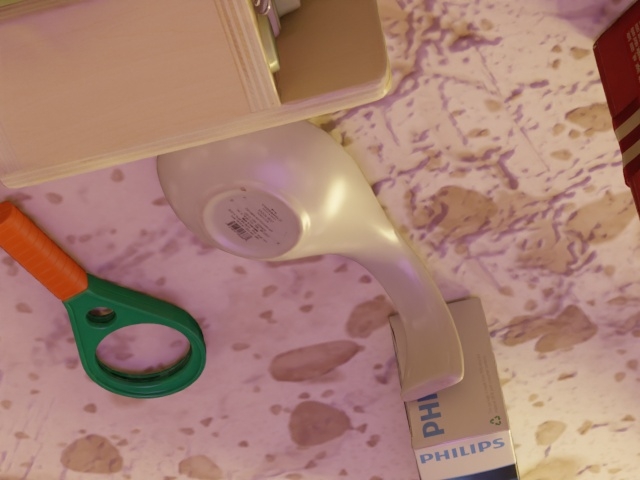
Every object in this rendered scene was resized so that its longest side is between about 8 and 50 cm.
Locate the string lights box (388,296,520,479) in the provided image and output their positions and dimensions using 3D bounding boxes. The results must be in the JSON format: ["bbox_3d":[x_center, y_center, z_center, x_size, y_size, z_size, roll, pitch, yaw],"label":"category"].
[{"bbox_3d":[0.117,0.181,1.443,0.077,0.133,0.259,-12,137,4],"label":"string lights box"}]

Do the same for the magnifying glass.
[{"bbox_3d":[-0.166,0.046,1.337,0.092,0.026,0.231,-26,136,17],"label":"magnifying glass"}]

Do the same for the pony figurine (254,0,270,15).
[{"bbox_3d":[0.151,-0.239,0.880,0.351,0.303,0.363,-13,104,-22],"label":"pony figurine"}]

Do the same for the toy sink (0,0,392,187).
[{"bbox_3d":[-0.091,-0.149,1.050,0.234,0.152,0.131,-12,136,5],"label":"toy sink"}]

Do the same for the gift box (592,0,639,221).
[{"bbox_3d":[0.364,-0.074,1.133,0.258,0.255,0.276,26,132,-29],"label":"gift box"}]

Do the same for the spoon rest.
[{"bbox_3d":[0.000,0.000,1.282,0.137,0.084,0.276,-25,124,33],"label":"spoon rest"}]
